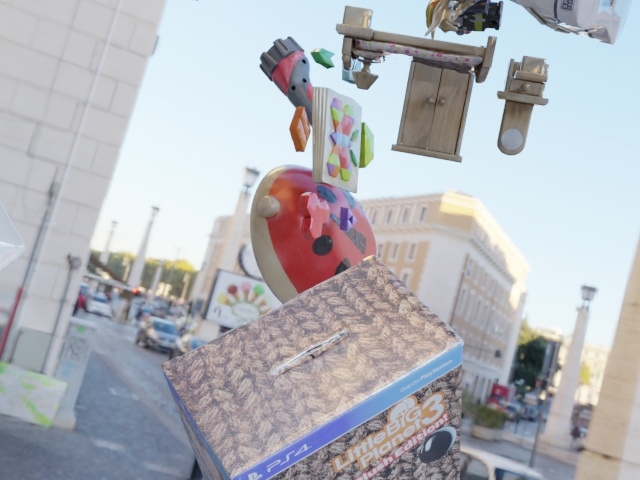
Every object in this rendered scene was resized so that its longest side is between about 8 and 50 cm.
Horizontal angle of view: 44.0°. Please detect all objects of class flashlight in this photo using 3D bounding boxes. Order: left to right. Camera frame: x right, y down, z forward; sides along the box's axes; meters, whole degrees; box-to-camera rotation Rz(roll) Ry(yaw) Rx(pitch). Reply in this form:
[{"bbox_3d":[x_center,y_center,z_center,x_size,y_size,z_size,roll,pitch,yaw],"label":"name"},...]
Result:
[{"bbox_3d":[-0.006,-0.302,1.710,0.304,0.103,0.103,49,38,12],"label":"flashlight"}]

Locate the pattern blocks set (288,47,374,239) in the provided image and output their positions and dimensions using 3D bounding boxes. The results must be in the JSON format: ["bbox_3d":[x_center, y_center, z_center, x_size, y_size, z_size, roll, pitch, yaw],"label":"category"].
[{"bbox_3d":[0.030,-0.177,1.413,0.026,0.324,0.285,0,9,30],"label":"pattern blocks set"}]

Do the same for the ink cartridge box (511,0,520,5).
[{"bbox_3d":[0.444,-0.551,1.582,0.063,0.151,0.109,43,-28,36],"label":"ink cartridge box"}]

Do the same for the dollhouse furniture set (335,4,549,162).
[{"bbox_3d":[0.178,-0.195,1.108,0.304,0.173,0.355,10,9,7],"label":"dollhouse furniture set"}]

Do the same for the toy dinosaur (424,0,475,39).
[{"bbox_3d":[0.191,-0.350,1.223,0.053,0.092,0.183,39,7,-7],"label":"toy dinosaur"}]

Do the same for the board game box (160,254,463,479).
[{"bbox_3d":[0.007,0.202,0.780,0.141,0.232,0.290,46,-25,42],"label":"board game box"}]

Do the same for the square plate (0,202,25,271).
[{"bbox_3d":[-0.645,-0.044,1.185,0.049,0.347,0.344,-11,24,27],"label":"square plate"}]

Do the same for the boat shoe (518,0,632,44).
[{"bbox_3d":[0.305,-0.287,0.941,0.088,0.096,0.268,22,25,28],"label":"boat shoe"}]

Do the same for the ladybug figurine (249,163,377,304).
[{"bbox_3d":[0.000,0.000,1.648,0.162,0.304,0.449,-2,-15,23],"label":"ladybug figurine"}]

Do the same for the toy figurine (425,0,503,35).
[{"bbox_3d":[0.256,-0.473,1.409,0.148,0.212,0.209,7,22,12],"label":"toy figurine"}]
